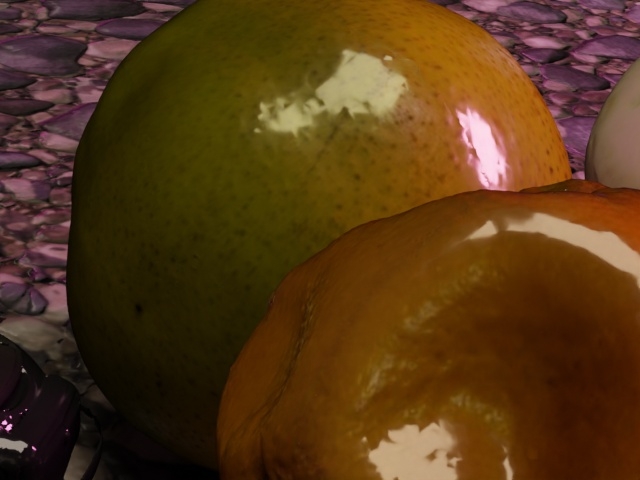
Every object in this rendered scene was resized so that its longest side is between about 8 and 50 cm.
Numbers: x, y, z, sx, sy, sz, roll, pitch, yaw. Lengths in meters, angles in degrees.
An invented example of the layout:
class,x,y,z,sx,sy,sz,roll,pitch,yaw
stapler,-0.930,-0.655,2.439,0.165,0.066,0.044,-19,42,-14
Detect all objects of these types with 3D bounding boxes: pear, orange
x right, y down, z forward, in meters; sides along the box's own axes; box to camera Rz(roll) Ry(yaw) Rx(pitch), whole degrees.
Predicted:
class,x,y,z,sx,sy,sz,roll,pitch,yaw
pear,0.000,0.000,0.798,0.294,0.294,0.294,5,26,-3
orange,0.086,0.066,0.573,0.249,0.183,0.249,8,3,0

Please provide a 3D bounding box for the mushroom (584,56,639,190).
class,x,y,z,sx,sy,sz,roll,pitch,yaw
mushroom,0.317,-0.052,1.062,0.202,0.246,0.246,41,-3,-43

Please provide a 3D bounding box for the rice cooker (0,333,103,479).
class,x,y,z,sx,sy,sz,roll,pitch,yaw
rice cooker,-0.209,0.106,0.691,0.203,0.118,0.142,9,25,7
